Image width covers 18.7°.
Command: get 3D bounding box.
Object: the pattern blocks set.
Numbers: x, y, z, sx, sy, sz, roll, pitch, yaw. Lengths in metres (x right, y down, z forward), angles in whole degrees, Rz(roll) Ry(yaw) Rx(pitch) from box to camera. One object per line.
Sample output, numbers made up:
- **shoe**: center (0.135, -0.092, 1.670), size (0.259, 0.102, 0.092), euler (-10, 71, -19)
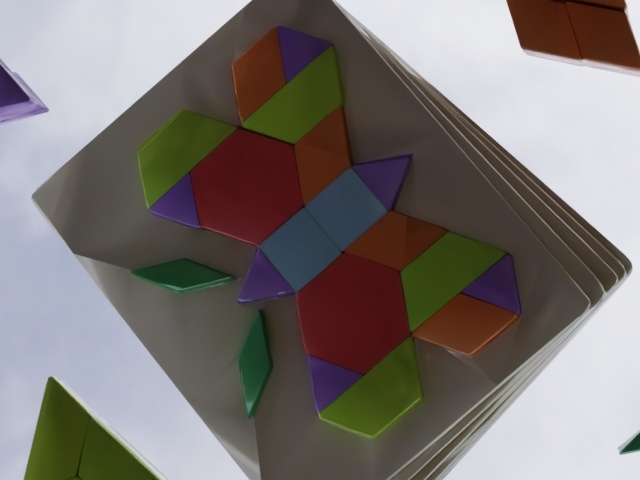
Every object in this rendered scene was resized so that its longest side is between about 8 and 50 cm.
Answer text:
- **pattern blocks set**: center (0.000, 0.000, 0.700), size (0.325, 0.026, 0.285), euler (34, -90, 14)
